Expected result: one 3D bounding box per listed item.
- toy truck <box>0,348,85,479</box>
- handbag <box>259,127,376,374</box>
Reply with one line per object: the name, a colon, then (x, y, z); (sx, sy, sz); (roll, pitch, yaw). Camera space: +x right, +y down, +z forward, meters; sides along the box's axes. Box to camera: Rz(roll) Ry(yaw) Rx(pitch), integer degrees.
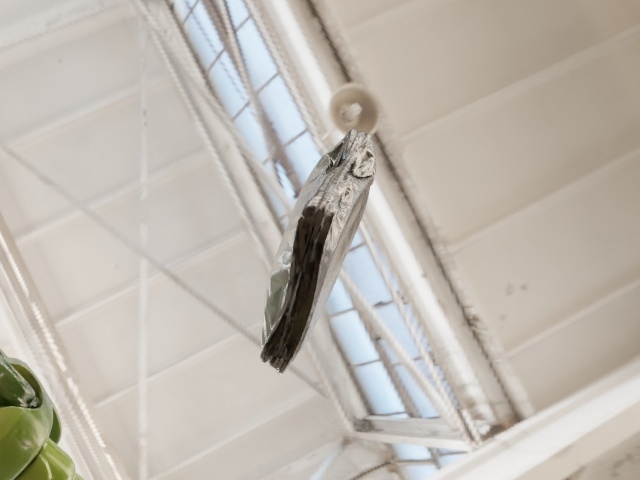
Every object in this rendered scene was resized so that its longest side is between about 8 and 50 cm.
toy truck: (-0.291, 0.196, 0.906); (0.148, 0.187, 0.210); (-44, -83, -13)
handbag: (0.001, -0.002, 1.114); (0.074, 0.332, 0.192); (17, -64, 3)
